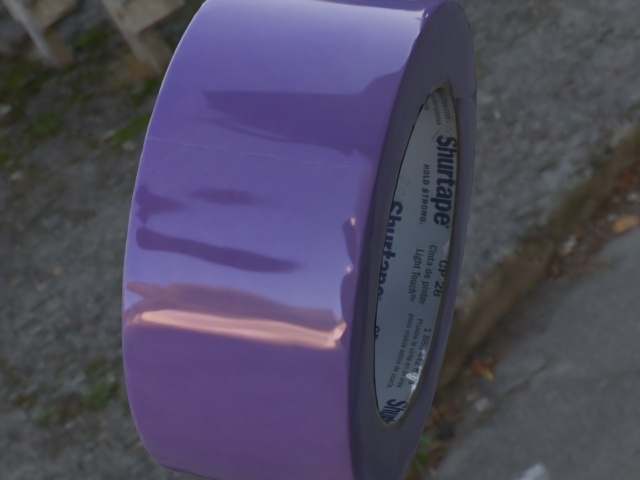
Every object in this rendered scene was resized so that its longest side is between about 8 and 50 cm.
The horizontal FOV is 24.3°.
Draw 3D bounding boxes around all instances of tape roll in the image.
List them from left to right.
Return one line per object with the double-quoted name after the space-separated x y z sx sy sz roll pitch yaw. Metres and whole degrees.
0.000 0.000 0.551 0.080 0.189 0.189 10 33 15 "tape roll"
